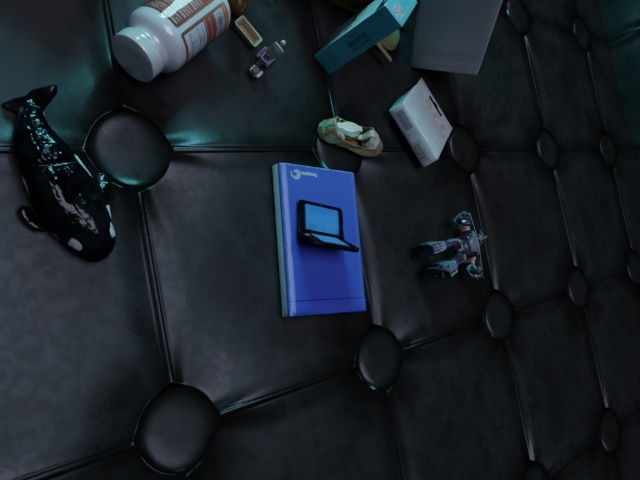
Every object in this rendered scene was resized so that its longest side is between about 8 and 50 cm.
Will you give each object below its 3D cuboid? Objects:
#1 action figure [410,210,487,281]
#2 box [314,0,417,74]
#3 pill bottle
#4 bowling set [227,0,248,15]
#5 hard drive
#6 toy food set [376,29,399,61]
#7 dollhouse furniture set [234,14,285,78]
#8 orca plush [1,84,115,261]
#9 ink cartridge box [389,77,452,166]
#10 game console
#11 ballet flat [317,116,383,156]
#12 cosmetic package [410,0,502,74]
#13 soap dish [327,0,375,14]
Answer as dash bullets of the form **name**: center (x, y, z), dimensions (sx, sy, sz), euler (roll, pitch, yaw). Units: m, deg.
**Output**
- **action figure**: center (0.368, 0.026, 1.427), dimensions (0.285, 0.099, 0.185), euler (-20, 88, -43)
- **box**: center (0.097, -0.475, 1.219), dimensions (0.060, 0.244, 0.100), euler (44, 57, -23)
- **pill bottle**: center (-0.273, -0.387, 0.987), dimensions (0.121, 0.121, 0.216), euler (49, 55, -20)
- **bowling set**: center (-0.191, -0.583, 1.092), dimensions (0.287, 0.200, 0.154), euler (12, 61, 8)
- **hard drive**: center (0.000, 0.000, 1.172), dimensions (0.210, 0.040, 0.318), euler (2, 79, -38)
- **toy food set**: center (0.162, -0.567, 1.432), dimensions (0.132, 0.038, 0.192), euler (43, 52, -32)
- **dollhouse furniture set**: center (-0.134, -0.419, 1.129), dimensions (0.114, 0.081, 0.091), euler (48, 55, -21)
- **orca plush**: center (-0.391, -0.108, 0.844), dimensions (0.151, 0.102, 0.287), euler (-10, 86, -39)
- **ink cartridge box**: center (0.279, -0.328, 1.473), dimensions (0.181, 0.056, 0.224), euler (54, 35, -16)
- **game console**: center (0.017, -0.030, 1.122), dimensions (0.122, 0.107, 0.071), euler (9, 104, -36)
- **ballet flat**: center (0.089, -0.245, 1.278), dimensions (0.206, 0.067, 0.073), euler (4, 77, -38)
- **cosmetic package**: center (0.344, -0.595, 1.346), dimensions (0.197, 0.365, 0.155), euler (10, 69, 6)
- **soap dish**: center (0.057, -0.638, 1.247), dimensions (0.291, 0.229, 0.118), euler (8, 92, -37)
